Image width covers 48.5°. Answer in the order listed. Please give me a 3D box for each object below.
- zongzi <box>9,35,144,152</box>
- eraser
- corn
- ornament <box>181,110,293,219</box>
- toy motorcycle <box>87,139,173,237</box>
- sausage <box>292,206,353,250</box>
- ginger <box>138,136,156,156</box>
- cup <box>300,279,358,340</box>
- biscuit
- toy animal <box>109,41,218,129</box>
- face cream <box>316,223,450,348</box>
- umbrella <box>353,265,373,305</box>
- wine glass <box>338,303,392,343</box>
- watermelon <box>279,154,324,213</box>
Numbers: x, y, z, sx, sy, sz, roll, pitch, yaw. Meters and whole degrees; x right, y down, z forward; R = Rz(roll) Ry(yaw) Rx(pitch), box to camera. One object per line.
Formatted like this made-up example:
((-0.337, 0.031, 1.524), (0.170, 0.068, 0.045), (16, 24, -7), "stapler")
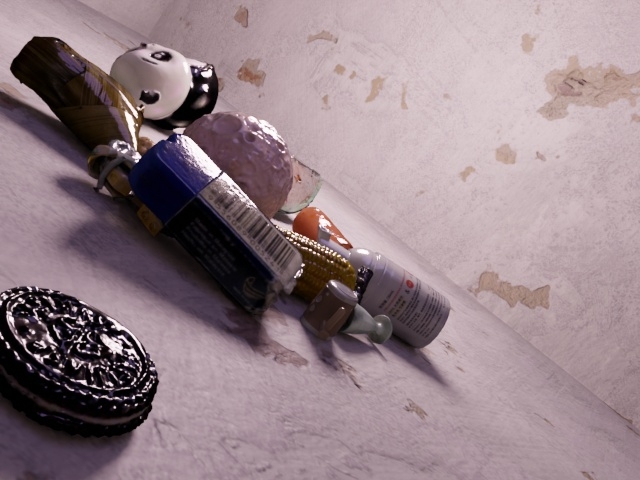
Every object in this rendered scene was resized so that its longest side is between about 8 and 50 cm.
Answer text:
((-0.470, -0.259, 1.402), (0.286, 0.134, 0.288), (37, 16, -33), "zongzi")
((-0.176, -0.028, 1.223), (0.332, 0.101, 0.155), (46, 26, -8), "eraser")
((-0.071, 0.039, 1.428), (0.363, 0.120, 0.120), (23, 16, -33), "corn")
((-0.185, -0.134, 1.471), (0.259, 0.259, 0.225), (20, 58, -56), "ornament")
((-0.334, -0.093, 1.265), (0.229, 0.094, 0.130), (53, 20, 17), "toy motorcycle")
((0.000, 0.000, 1.821), (0.114, 0.113, 0.259), (29, 12, -33), "sausage")
((-0.312, -0.159, 1.670), (0.288, 0.075, 0.089), (28, 8, -19), "ginger")
((0.014, 0.131, 1.337), (0.074, 0.099, 0.102), (38, 11, 13), "cup")
((-0.247, 0.117, 0.704), (0.195, 0.053, 0.194), (34, 11, -8), "biscuit")
((-0.450, -0.435, 2.009), (0.251, 0.251, 0.310), (40, 24, 20), "toy animal")
((0.119, 0.101, 1.675), (0.370, 0.145, 0.145), (34, 11, -11), "face cream")
((0.078, 0.118, 1.547), (0.037, 0.144, 0.040), (-14, -50, 43), "umbrella")
((0.082, 0.170, 1.472), (0.155, 0.073, 0.073), (28, 13, -50), "wine glass")
((-0.121, -0.181, 2.044), (0.305, 0.180, 0.224), (24, 31, -54), "watermelon")
